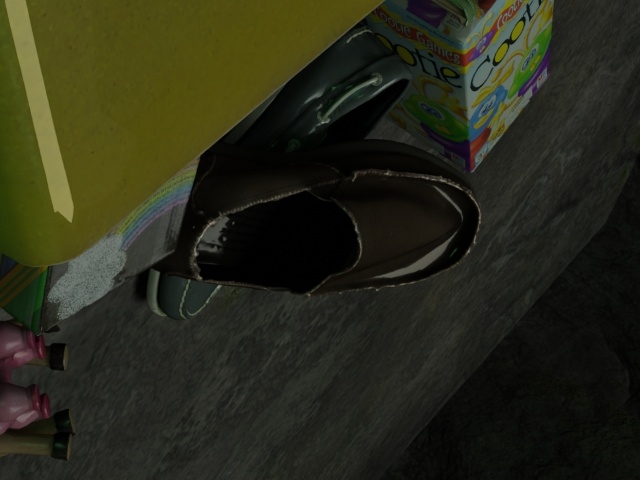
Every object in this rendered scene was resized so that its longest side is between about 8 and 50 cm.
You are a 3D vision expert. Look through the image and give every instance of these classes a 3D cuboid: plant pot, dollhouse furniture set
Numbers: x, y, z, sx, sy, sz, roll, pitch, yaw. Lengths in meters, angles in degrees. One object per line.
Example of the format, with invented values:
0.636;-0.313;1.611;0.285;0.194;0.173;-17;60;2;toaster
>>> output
-0.099;-0.157;0.386;0.212;0.212;0.187;-44;146;-32;plant pot
0.072;-0.231;1.003;0.058;0.151;0.076;-58;178;15;dollhouse furniture set

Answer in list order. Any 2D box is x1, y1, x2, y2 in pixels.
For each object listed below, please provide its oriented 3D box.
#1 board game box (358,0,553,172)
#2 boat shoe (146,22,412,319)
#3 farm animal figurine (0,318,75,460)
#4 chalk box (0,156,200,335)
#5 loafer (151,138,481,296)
0.122;-0.203;1.198;0.142;0.144;0.275;-51;161;-11;board game box
-0.038;-0.050;1.128;0.319;0.099;0.116;-55;164;3;boat shoe
-0.236;0.212;0.769;0.330;0.172;0.327;-107;-170;-70;farm animal figurine
-0.151;-0.080;0.739;0.132;0.132;0.213;-34;152;-46;chalk box
0.000;0.000;1.044;0.366;0.130;0.134;-2;120;-36;loafer
